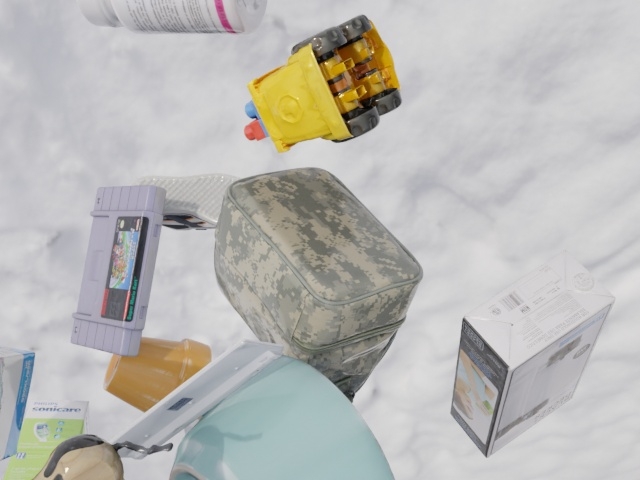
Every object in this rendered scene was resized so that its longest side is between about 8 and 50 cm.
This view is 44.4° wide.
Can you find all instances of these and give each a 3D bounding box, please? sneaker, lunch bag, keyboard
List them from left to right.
[{"bbox_3d":[-0.152,0.184,0.887,0.256,0.014,0.072,-39,142,22],"label":"keyboard"},{"bbox_3d":[-0.273,-0.087,1.818,0.321,0.126,0.127,7,165,7],"label":"sneaker"},{"bbox_3d":[-0.025,0.070,1.173,0.213,0.305,0.256,-13,136,-36],"label":"lunch bag"}]

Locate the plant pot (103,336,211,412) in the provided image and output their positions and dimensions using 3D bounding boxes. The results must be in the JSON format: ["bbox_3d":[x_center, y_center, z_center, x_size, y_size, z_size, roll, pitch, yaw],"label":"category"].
[{"bbox_3d":[-0.371,0.299,1.747,0.188,0.205,0.205,24,134,-19],"label":"plant pot"}]

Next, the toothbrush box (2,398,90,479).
[{"bbox_3d":[-0.523,0.476,1.507,0.122,0.283,0.206,4,119,-7],"label":"toothbrush box"}]

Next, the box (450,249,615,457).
[{"bbox_3d":[0.268,0.159,1.030,0.169,0.087,0.290,-30,148,-16],"label":"box"}]

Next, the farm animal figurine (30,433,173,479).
[{"bbox_3d":[-0.282,0.291,0.563,0.327,0.330,0.172,-30,110,14],"label":"farm animal figurine"}]

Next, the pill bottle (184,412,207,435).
[{"bbox_3d":[-0.208,0.453,2.027,0.265,0.153,0.153,-33,158,-34],"label":"pill bottle"}]

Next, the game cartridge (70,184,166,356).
[{"bbox_3d":[-0.434,0.058,1.668,0.068,0.354,0.230,13,172,-39],"label":"game cartridge"}]

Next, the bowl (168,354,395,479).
[{"bbox_3d":[-0.064,0.307,0.916,0.163,0.311,0.311,-21,153,-34],"label":"bowl"}]

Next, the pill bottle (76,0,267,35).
[{"bbox_3d":[-0.242,-0.415,1.272,0.283,0.160,0.160,4,148,17],"label":"pill bottle"}]

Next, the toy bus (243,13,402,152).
[{"bbox_3d":[-0.010,-0.215,1.153,0.212,0.220,0.149,-18,106,35],"label":"toy bus"}]

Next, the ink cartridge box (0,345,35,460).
[{"bbox_3d":[-0.546,0.232,1.123,0.171,0.168,0.232,10,175,1],"label":"ink cartridge box"}]
